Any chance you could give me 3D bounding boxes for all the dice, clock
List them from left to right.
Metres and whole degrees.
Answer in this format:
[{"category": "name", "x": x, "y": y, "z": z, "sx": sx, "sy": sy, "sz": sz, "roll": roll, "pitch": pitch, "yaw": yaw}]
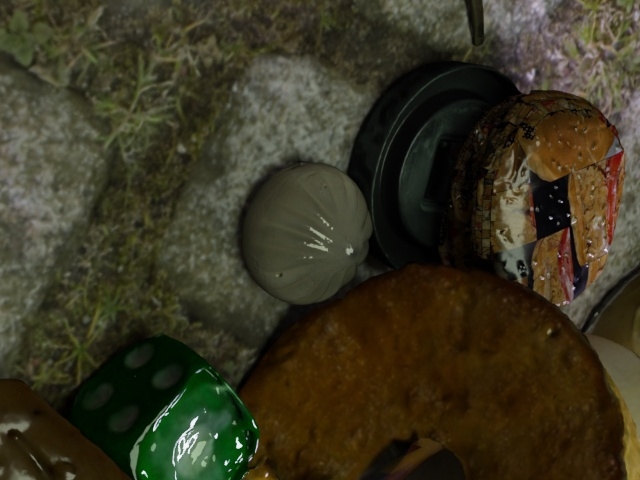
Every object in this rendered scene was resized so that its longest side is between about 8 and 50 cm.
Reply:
[{"category": "dice", "x": -0.141, "y": 0.170, "z": 1.508, "sx": 0.128, "sy": 0.120, "sz": 0.131, "roll": -45, "pitch": 128, "yaw": -18}, {"category": "clock", "x": 0.122, "y": -0.071, "z": 1.702, "sx": 0.226, "sy": 0.049, "sz": 0.226, "roll": -18, "pitch": 119, "yaw": -37}]

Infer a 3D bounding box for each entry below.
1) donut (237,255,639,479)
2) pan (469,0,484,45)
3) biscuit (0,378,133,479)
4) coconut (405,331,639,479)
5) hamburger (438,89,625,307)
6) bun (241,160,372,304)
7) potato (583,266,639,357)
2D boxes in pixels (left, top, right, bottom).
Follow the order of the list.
[{"category": "donut", "x": 0.132, "y": 0.235, "z": 1.561, "sx": 0.377, "sy": 0.435, "sz": 0.163, "roll": -37, "pitch": 148, "yaw": 17}, {"category": "pan", "x": 0.162, "y": -0.295, "z": 1.649, "sx": 0.128, "sy": 0.048, "sz": 0.202, "roll": -53, "pitch": 133, "yaw": -15}, {"category": "biscuit", "x": -0.299, "y": 0.279, "z": 1.347, "sx": 0.359, "sy": 0.046, "sz": 0.359, "roll": 2, "pitch": 85, "yaw": -18}, {"category": "coconut", "x": 0.231, "y": 0.249, "z": 1.750, "sx": 0.323, "sy": 0.323, "sz": 0.323, "roll": -17, "pitch": 117, "yaw": -37}, {"category": "hamburger", "x": 0.220, "y": -0.040, "z": 1.700, "sx": 0.231, "sy": 0.106, "sz": 0.231, "roll": -10, "pitch": 108, "yaw": -34}, {"category": "bun", "x": 0.000, "y": 0.000, "z": 1.589, "sx": 0.138, "sy": 0.094, "sz": 0.138, "roll": -20, "pitch": 122, "yaw": -36}, {"category": "potato", "x": 0.418, "y": 0.189, "z": 1.969, "sx": 0.246, "sy": 0.196, "sz": 0.300, "roll": 14, "pitch": 98, "yaw": -43}]
